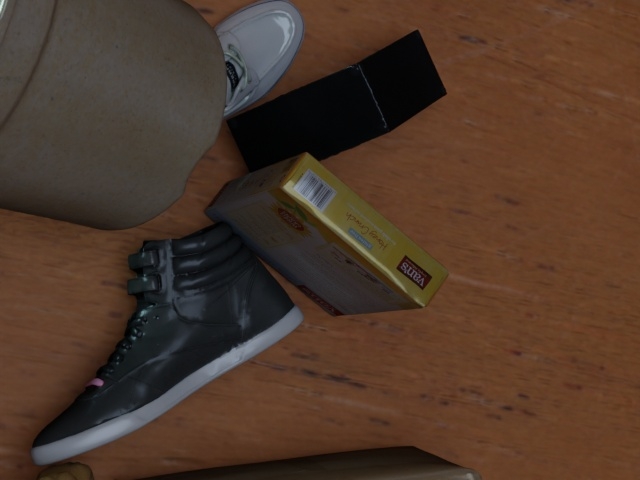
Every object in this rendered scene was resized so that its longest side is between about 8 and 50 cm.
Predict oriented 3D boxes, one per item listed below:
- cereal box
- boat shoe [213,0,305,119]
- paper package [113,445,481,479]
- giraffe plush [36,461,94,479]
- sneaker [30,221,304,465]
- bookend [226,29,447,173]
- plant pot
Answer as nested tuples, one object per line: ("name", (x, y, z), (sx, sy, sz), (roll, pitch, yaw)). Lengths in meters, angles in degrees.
("cereal box", (0.000, 0.000, 1.636), (0.173, 0.240, 0.047), (39, 75, -14))
("boat shoe", (-0.096, -0.151, 1.693), (0.226, 0.076, 0.083), (-44, 102, -13))
("paper package", (-0.012, 0.364, 1.669), (0.324, 0.168, 0.310), (-6, 93, -17))
("giraffe plush", (-0.287, 0.296, 1.594), (0.170, 0.210, 0.181), (-4, 74, 0))
("sneaker", (-0.171, 0.088, 1.661), (0.295, 0.104, 0.147), (-32, 97, -20))
("bookend", (0.019, -0.130, 1.720), (0.157, 0.156, 0.072), (-36, 103, -59))
("plant pot", (-0.258, -0.154, 1.509), (0.305, 0.333, 0.334), (23, 82, -48))
